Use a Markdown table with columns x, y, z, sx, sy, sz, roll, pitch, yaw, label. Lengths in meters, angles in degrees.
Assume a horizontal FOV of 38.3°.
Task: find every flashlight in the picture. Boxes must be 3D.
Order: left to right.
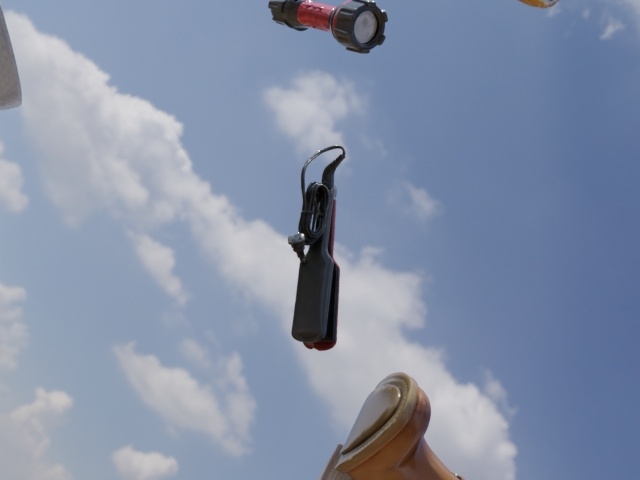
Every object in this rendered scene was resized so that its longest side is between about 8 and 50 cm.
| x | y | z | sx | sy | sz | roll | pitch | yaw | label |
| --- | --- | --- | --- | --- | --- | --- | --- | --- | --- |
| 0.004 | -0.445 | 1.835 | 0.304 | 0.103 | 0.103 | 28 | -28 | 47 | flashlight |

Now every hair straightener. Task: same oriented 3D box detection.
| x | y | z | sx | sy | sz | roll | pitch | yaw | label |
| --- | --- | --- | --- | --- | --- | --- | --- | --- | --- |
| 0.000 | 0.000 | 1.006 | 0.047 | 0.231 | 0.089 | 4 | -15 | 20 | hair straightener |

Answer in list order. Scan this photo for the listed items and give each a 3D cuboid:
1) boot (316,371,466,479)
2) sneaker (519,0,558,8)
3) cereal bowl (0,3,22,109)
| x | y | z | sx | sy | sz | roll | pitch | yaw | label |
| --- | --- | --- | --- | --- | --- | --- | --- | --- | --- |
| 0.117 | 0.258 | 0.922 | 0.220 | 0.109 | 0.283 | 29 | -43 | 4 | boot |
| 0.402 | -0.509 | 1.497 | 0.111 | 0.296 | 0.131 | 20 | -33 | 12 | sneaker |
| -0.634 | -0.380 | 1.599 | 0.339 | 0.141 | 0.339 | 53 | -27 | 42 | cereal bowl |
